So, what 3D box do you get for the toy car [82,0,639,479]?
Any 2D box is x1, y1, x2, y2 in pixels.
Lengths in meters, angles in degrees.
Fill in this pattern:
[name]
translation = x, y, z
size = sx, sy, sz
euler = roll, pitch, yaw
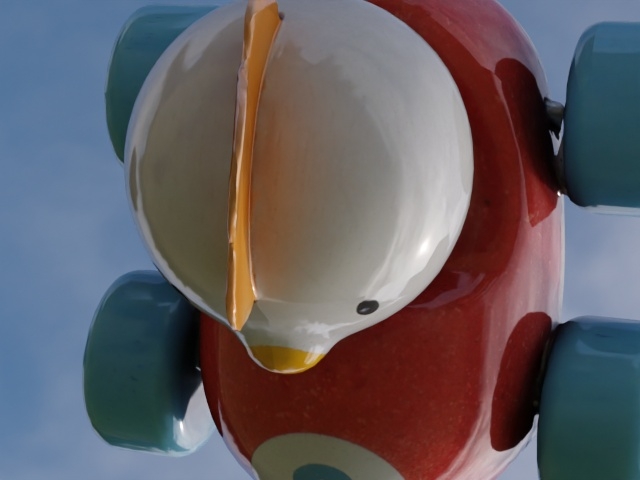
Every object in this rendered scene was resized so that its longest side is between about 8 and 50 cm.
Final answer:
[toy car]
translation = 0.000, 0.000, 0.618
size = 0.219, 0.238, 0.210
euler = 5, -90, 18
